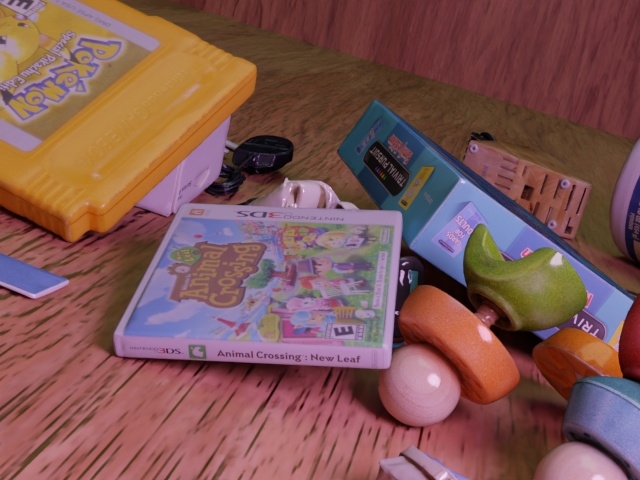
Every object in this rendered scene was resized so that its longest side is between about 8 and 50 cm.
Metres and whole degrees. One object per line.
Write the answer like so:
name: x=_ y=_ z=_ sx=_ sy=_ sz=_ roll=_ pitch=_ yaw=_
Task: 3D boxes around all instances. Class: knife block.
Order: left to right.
knife block: x=0.336 y=-0.097 z=1.640 sx=0.276 sy=0.088 sz=0.242 roll=26 pitch=19 yaw=33

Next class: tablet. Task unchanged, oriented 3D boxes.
tablet: x=-0.244 y=0.025 z=0.800 sx=0.083 sy=0.006 sz=0.054 roll=20 pitch=16 yaw=12

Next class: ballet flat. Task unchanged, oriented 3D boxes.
ballet flat: x=0.000 y=0.000 z=0.960 sx=0.095 sy=0.096 sz=0.280 roll=0 pitch=22 yaw=-44

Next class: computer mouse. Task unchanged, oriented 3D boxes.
computer mouse: x=-0.090 y=-0.088 z=1.299 sx=0.071 sy=0.041 sz=0.242 roll=11 pitch=21 yaw=14

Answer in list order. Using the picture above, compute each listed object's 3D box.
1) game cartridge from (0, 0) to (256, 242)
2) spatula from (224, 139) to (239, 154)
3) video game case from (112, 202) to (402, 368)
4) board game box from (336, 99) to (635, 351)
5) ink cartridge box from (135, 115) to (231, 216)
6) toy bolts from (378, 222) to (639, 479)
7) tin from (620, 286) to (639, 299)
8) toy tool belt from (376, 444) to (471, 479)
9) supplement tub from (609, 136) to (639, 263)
game cartridge: x=-0.271 y=-0.157 z=1.019 sx=0.324 sy=0.052 sz=0.285 roll=26 pitch=49 yaw=16
spatula: x=-0.208 y=-0.156 z=1.444 sx=0.242 sy=0.019 sz=0.168 roll=29 pitch=15 yaw=36
video game case: x=-0.037 y=0.027 z=0.794 sx=0.193 sy=0.023 sz=0.212 roll=2 pitch=28 yaw=6
board game box: x=0.165 y=-0.010 z=1.044 sx=0.254 sy=0.079 sz=0.336 roll=33 pitch=10 yaw=-19
ink cartridge box: x=-0.222 y=-0.119 z=1.121 sx=0.212 sy=0.093 sz=0.154 roll=20 pitch=26 yaw=8
toy bolts: x=0.169 y=0.124 z=0.731 sx=0.228 sy=0.158 sz=0.218 roll=21 pitch=-27 yaw=55
tin: x=0.333 y=0.092 z=1.089 sx=0.106 sy=0.040 sz=0.189 roll=18 pitch=15 yaw=-9
toy tool belt: x=0.074 y=0.152 z=0.596 sx=0.051 sy=0.052 sz=0.083 roll=-11 pitch=30 yaw=-42
supplement tub: x=0.582 y=-0.026 z=1.369 sx=0.235 sy=0.235 sz=0.325 roll=-1 pitch=23 yaw=-46
